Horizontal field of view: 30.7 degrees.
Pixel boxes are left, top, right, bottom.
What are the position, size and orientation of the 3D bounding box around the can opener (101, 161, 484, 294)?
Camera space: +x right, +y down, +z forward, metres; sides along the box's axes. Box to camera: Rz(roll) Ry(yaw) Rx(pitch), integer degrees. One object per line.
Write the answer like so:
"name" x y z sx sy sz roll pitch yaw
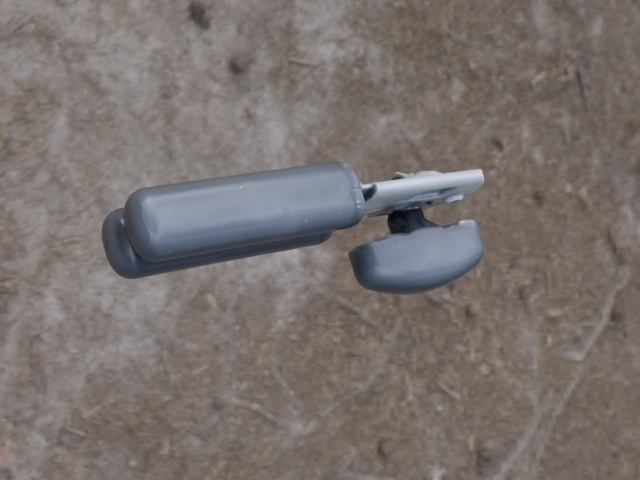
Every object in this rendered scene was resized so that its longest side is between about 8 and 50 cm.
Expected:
"can opener" 0.000 0.000 0.776 0.283 0.076 0.095 -11 79 -35
